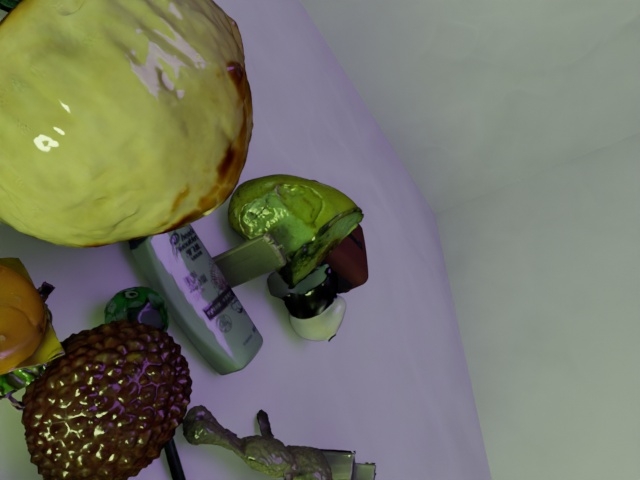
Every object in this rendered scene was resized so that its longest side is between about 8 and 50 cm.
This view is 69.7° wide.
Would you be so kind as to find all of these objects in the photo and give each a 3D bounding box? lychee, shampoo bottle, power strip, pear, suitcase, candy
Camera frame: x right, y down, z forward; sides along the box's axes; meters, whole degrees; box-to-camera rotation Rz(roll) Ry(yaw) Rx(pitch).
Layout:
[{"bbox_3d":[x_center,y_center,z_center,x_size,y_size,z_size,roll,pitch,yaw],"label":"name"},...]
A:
[{"bbox_3d":[-0.241,0.187,0.547,0.188,0.188,0.188,46,32,-40],"label":"lychee"},{"bbox_3d":[-0.232,0.071,0.806,0.359,0.078,0.134,61,27,-15],"label":"shampoo bottle"},{"bbox_3d":[-0.140,0.040,0.909,0.076,0.169,0.028,59,23,-20],"label":"power strip"},{"bbox_3d":[-0.069,-0.064,1.023,0.255,0.238,0.164,45,-5,21],"label":"pear"},{"bbox_3d":[0.000,0.000,1.249,0.297,0.161,0.236,42,35,-46],"label":"suitcase"},{"bbox_3d":[-0.242,0.226,0.676,0.097,0.097,0.323,-19,95,-66],"label":"candy"}]

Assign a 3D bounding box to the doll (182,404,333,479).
[{"bbox_3d":[-0.092,0.366,0.774,0.091,0.203,0.286,-59,146,-12],"label":"doll"}]

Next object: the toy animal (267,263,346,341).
[{"bbox_3d":[-0.024,0.149,1.101,0.138,0.166,0.179,-43,122,-41],"label":"toy animal"}]

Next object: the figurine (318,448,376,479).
[{"bbox_3d":[0.038,0.555,0.866,0.308,0.143,0.308,19,35,-14],"label":"figurine"}]

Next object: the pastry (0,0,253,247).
[{"bbox_3d":[-0.259,-0.164,0.600,0.312,0.388,0.388,47,31,-38],"label":"pastry"}]

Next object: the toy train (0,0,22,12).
[{"bbox_3d":[-0.522,-0.462,0.596,0.237,0.150,0.369,61,23,5],"label":"toy train"}]

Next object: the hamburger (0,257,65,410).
[{"bbox_3d":[-0.365,0.091,0.468,0.164,0.093,0.189,10,44,-48],"label":"hamburger"}]
